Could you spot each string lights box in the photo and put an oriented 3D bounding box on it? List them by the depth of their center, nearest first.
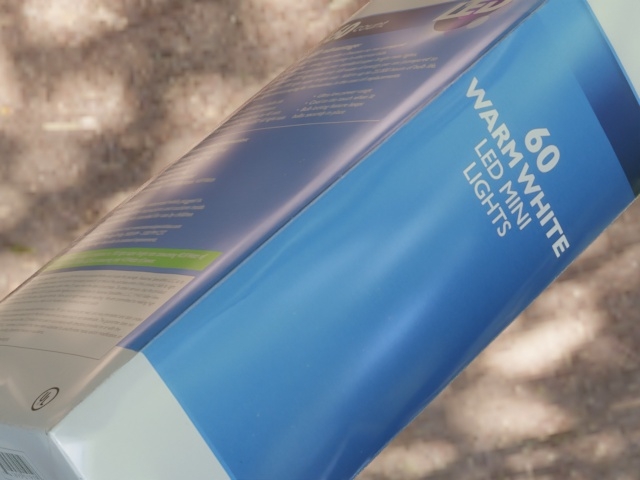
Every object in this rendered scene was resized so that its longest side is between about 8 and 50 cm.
[{"bbox_3d":[0.000,0.000,0.531,0.133,0.260,0.076,-1,125,57],"label":"string lights box"}]
